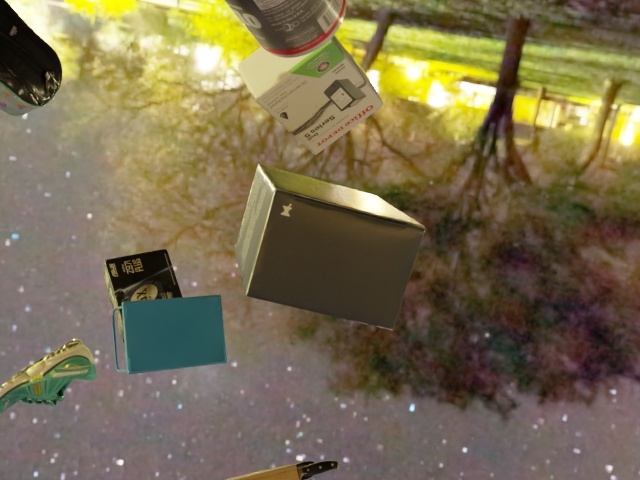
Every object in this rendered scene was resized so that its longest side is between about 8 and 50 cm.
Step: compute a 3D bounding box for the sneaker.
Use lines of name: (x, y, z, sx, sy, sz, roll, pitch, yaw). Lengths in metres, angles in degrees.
sneaker: (-0.634, 0.332, 1.831, 0.275, 0.110, 0.107, -29, -174, 7)

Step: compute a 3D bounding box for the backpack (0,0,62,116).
backpack: (-0.581, -0.322, 1.494, 0.144, 0.165, 0.188, -22, 134, 37)

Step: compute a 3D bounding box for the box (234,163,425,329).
box: (0.000, 0.000, 1.647, 0.294, 0.211, 0.395, 15, -172, -11)

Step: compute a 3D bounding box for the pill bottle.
pill bottle: (-0.083, -0.405, 1.177, 0.161, 0.161, 0.283, 17, 167, 28)

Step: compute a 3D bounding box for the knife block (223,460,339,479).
knife block: (-0.090, 0.515, 1.672, 0.242, 0.088, 0.276, -17, 166, 12)

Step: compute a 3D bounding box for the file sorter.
file sorter: (-0.263, 0.161, 1.394, 0.170, 0.118, 0.104, -3, 173, -28)

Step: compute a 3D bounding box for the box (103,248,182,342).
box: (-0.401, 0.123, 1.849, 0.147, 0.077, 0.180, -11, -117, -23)

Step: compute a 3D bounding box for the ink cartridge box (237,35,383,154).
ink cartridge box: (-0.014, -0.329, 1.730, 0.273, 0.198, 0.114, 35, -156, -56)
